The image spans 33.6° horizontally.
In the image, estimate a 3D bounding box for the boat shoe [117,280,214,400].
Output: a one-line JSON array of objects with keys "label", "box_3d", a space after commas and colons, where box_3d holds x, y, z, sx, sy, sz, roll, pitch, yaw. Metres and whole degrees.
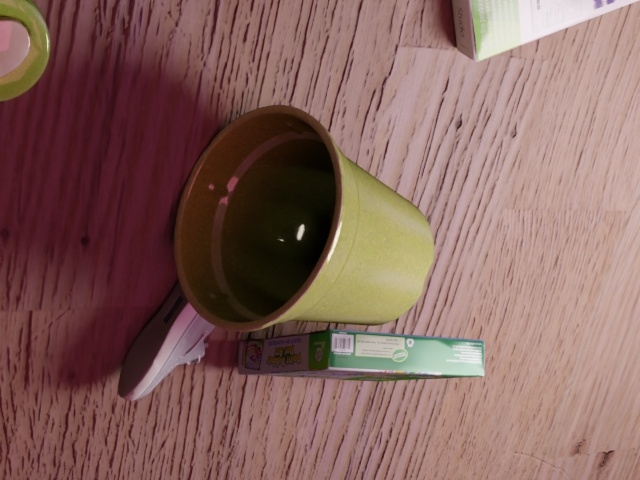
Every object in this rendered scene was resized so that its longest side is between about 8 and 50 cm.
[{"label": "boat shoe", "box_3d": [-0.180, 0.127, 1.405, 0.081, 0.079, 0.227, 33, 96, -32]}]

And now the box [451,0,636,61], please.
[{"label": "box", "box_3d": [0.314, -0.395, 1.384, 0.322, 0.058, 0.232, -23, 125, -16]}]

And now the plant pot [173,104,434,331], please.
[{"label": "plant pot", "box_3d": [0.000, 0.000, 1.337, 0.254, 0.276, 0.276, 20, 107, -47]}]

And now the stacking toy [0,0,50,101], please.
[{"label": "stacking toy", "box_3d": [-0.400, -0.237, 1.054, 0.280, 0.130, 0.309, -6, 120, -24]}]

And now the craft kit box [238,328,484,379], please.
[{"label": "craft kit box", "box_3d": [0.052, 0.161, 1.453, 0.250, 0.247, 0.061, 7, 81, -30]}]
